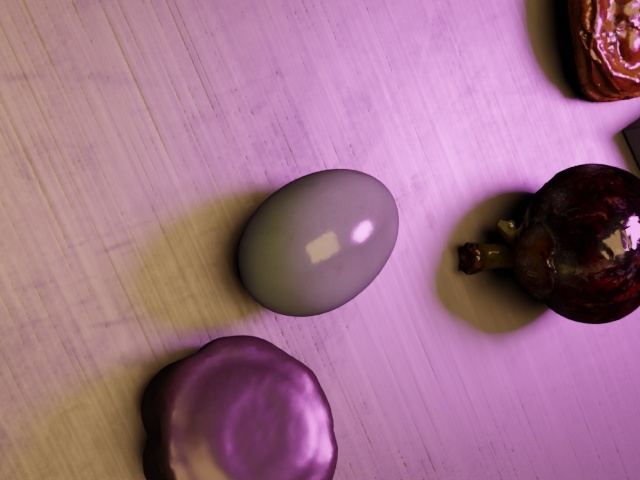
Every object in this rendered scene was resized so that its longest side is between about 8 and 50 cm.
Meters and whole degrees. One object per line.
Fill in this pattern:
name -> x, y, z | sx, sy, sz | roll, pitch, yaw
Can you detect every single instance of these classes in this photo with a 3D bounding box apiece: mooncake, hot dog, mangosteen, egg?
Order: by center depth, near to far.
mooncake -> -0.101, 0.238, 1.072 | 0.245, 0.133, 0.245 | 8, 73, -27
egg -> 0.000, 0.000, 1.121 | 0.231, 0.168, 0.168 | -37, 103, -24
mangosteen -> 0.348, 0.002, 1.273 | 0.289, 0.231, 0.231 | 3, 87, 11
hot dog -> 0.462, -0.355, 1.363 | 0.196, 0.122, 0.272 | -6, 93, -18

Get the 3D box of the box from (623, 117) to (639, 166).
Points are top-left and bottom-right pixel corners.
box -> 0.621, -0.181, 1.448 | 0.225, 0.086, 0.129 | -33, 103, -21
